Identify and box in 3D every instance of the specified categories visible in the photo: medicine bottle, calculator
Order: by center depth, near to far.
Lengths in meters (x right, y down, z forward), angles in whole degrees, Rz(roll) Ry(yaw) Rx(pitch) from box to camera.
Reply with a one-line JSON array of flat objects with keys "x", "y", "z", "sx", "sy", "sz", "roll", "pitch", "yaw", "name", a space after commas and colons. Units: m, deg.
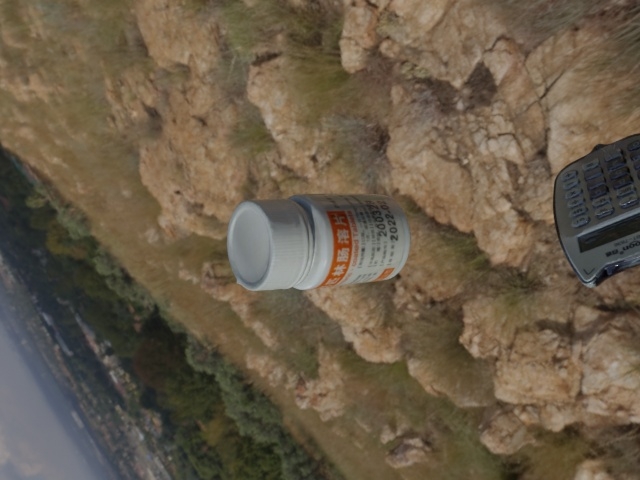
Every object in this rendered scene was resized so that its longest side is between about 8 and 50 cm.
[{"x": 0.422, "y": -0.054, "z": 0.858, "sx": 0.177, "sy": 0.268, "sz": 0.040, "roll": -26, "pitch": 129, "yaw": 33, "name": "calculator"}, {"x": 0.000, "y": 0.000, "z": 0.886, "sx": 0.144, "sy": 0.252, "sz": 0.144, "roll": 2, "pitch": 92, "yaw": 55, "name": "medicine bottle"}]
